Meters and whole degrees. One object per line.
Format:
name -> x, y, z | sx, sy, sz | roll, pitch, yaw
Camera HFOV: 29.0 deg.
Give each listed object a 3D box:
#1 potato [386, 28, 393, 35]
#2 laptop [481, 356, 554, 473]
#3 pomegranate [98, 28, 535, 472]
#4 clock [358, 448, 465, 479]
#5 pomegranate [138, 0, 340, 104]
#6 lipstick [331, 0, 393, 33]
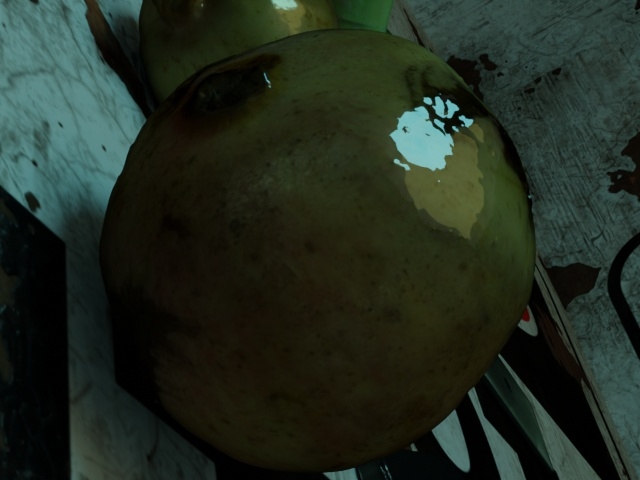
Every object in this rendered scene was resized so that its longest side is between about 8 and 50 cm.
potato -> 0.010, -0.172, 1.437 | 0.304, 0.216, 0.215 | 36, 27, -39
laptop -> 0.298, 0.236, 2.012 | 0.269, 0.015, 0.187 | 53, 16, -26
pomegranate -> 0.000, 0.000, 0.862 | 0.322, 0.322, 0.322 | 55, 15, -23
clock -> 0.148, 0.334, 1.236 | 0.273, 0.049, 0.279 | 65, 15, 21
pomegranate -> -0.080, -0.193, 1.197 | 0.207, 0.207, 0.207 | 55, 15, -23
lipstick -> 0.014, -0.152, 1.290 | 0.076, 0.304, 0.076 | 14, 18, -5
